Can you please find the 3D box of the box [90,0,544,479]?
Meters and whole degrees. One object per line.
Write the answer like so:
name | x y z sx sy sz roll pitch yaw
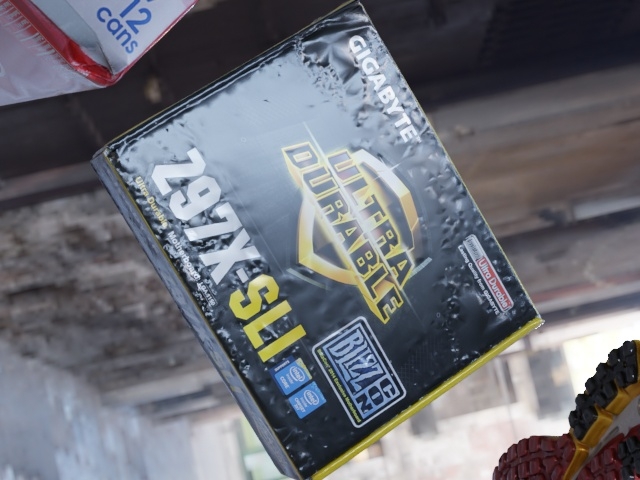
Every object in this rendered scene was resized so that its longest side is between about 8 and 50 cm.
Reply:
box | 0.000 0.000 1.192 0.322 0.257 0.079 60 -16 -7

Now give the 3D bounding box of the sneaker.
sneaker | 0.169 0.137 0.790 0.225 0.092 0.088 -53 -142 47

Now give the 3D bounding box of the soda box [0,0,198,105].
soda box | -0.099 -0.101 0.453 0.083 0.092 0.263 47 -15 -19
